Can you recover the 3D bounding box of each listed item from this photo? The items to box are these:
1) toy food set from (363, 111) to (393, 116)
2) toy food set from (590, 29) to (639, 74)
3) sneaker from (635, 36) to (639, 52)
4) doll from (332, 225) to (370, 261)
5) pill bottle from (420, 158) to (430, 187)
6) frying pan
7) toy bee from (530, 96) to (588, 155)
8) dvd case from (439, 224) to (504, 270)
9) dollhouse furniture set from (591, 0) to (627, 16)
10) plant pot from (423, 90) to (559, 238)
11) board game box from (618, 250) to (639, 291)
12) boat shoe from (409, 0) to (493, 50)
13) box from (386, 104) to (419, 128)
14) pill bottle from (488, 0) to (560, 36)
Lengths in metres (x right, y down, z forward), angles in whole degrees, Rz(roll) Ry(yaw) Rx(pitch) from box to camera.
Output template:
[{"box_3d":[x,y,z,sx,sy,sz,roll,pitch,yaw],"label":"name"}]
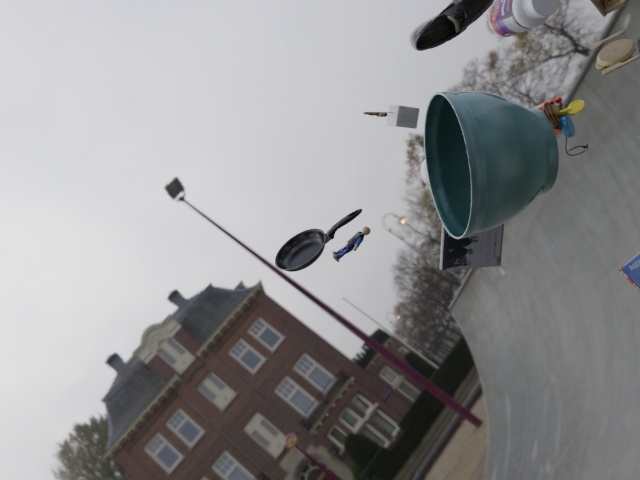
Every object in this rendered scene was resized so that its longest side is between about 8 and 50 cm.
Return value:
[{"box_3d":[0.220,-0.499,2.183,0.078,0.122,0.019,-135,44,-71],"label":"toy food set"},{"box_3d":[0.998,-0.627,1.865,0.132,0.038,0.192,-23,40,31],"label":"toy food set"},{"box_3d":[0.828,-0.509,1.327,0.058,0.052,0.135,-16,-12,-22],"label":"sneaker"},{"box_3d":[0.131,0.013,2.251,0.189,0.046,0.129,-41,16,14],"label":"doll"},{"box_3d":[0.459,-0.269,1.855,0.160,0.160,0.283,-48,6,-19],"label":"pill bottle"},{"box_3d":[-0.016,-0.006,1.864,0.326,0.197,0.053,-41,-59,-13],"label":"frying pan"},{"box_3d":[0.709,-0.372,1.704,0.298,0.195,0.162,26,-124,-63],"label":"toy bee"},{"box_3d":[0.565,0.018,2.060,0.029,0.239,0.179,-126,34,-70],"label":"dvd case"},{"box_3d":[0.734,-0.672,1.345,0.151,0.123,0.144,-19,51,49],"label":"dollhouse furniture set"},{"box_3d":[0.342,-0.161,1.100,0.196,0.293,0.293,-9,-27,-3],"label":"plant pot"},{"box_3d":[1.077,0.051,1.691,0.281,0.145,0.027,-40,-12,1],"label":"board game box"},{"box_3d":[0.400,-0.659,1.653,0.285,0.103,0.092,-28,31,19],"label":"boat shoe"},{"box_3d":[0.346,-0.520,2.321,0.101,0.102,0.087,-142,58,-67],"label":"box"},{"box_3d":[0.532,-0.604,1.440,0.108,0.108,0.193,-55,15,1],"label":"pill bottle"}]
